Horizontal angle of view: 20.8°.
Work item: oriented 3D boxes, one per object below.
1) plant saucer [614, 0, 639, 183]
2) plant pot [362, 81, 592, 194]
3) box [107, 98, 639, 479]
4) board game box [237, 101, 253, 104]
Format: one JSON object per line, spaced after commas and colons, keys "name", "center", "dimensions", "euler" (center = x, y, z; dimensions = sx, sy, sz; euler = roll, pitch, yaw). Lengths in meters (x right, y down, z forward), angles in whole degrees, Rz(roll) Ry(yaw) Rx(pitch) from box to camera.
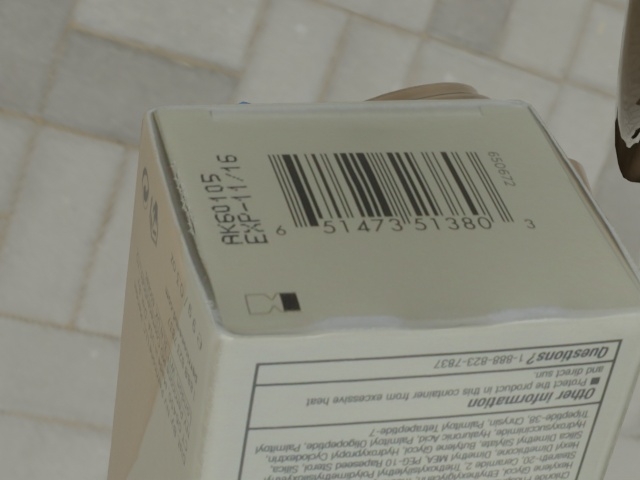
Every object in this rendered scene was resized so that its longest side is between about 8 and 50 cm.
{"name": "plant saucer", "center": [0.110, -0.146, 0.382], "dimensions": [0.041, 0.278, 0.278], "euler": [11, 104, 5]}
{"name": "plant pot", "center": [0.067, -0.042, 1.254], "dimensions": [0.237, 0.237, 0.110], "euler": [-10, 78, -25]}
{"name": "box", "center": [0.000, 0.111, 0.632], "dimensions": [0.148, 0.121, 0.311], "euler": [-2, 128, -18]}
{"name": "board game box", "center": [0.000, 0.000, 0.920], "dimensions": [0.033, 0.168, 0.133], "euler": [-26, 129, -59]}
